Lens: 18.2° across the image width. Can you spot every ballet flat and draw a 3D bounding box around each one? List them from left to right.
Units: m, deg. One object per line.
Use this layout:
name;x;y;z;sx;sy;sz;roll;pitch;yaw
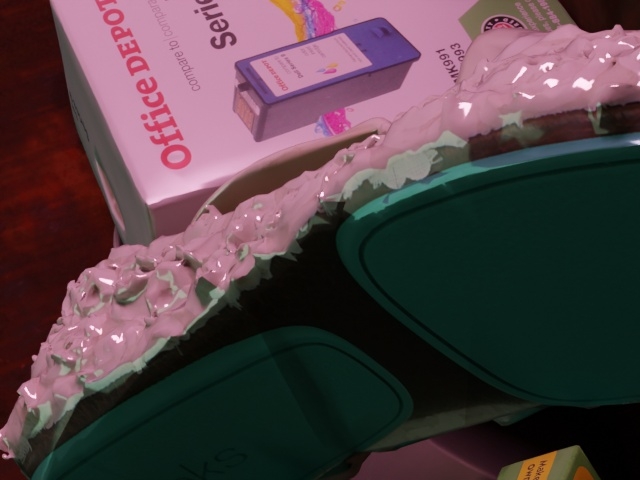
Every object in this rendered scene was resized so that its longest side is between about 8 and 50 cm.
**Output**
ballet flat;0.033;-0.003;0.701;0.409;0.147;0.147;-23;85;38

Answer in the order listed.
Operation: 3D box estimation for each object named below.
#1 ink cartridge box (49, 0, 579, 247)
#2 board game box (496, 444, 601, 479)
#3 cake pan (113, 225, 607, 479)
ink cartridge box;0.001;-0.066;0.911;0.093;0.212;0.154;82;165;-48
board game box;0.100;0.259;0.792;0.213;0.046;0.317;57;-146;-17
cake pan;0.030;0.056;1.004;0.293;0.054;0.293;34;-161;-14
